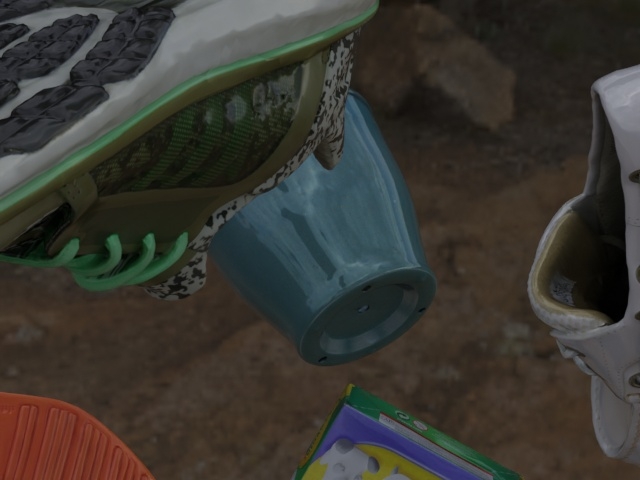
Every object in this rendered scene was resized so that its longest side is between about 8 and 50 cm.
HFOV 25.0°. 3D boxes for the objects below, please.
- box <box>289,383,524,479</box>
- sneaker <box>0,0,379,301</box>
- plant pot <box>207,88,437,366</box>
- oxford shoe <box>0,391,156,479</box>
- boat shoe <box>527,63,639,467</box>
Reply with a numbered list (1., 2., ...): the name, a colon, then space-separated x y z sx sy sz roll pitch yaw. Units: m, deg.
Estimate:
1. box: 0.015 0.175 0.731 0.105 0.179 0.043 28 13 1
2. sneaker: -0.096 -0.029 0.692 0.158 0.182 0.410 18 39 37
3. plant pot: 0.000 0.000 1.712 0.272 0.271 0.255 -16 58 -24
4. oxford shoe: -0.308 0.213 1.348 0.364 0.133 0.130 32 48 -21
5. boat shoe: 0.141 0.016 0.668 0.096 0.277 0.098 -9 48 -7
